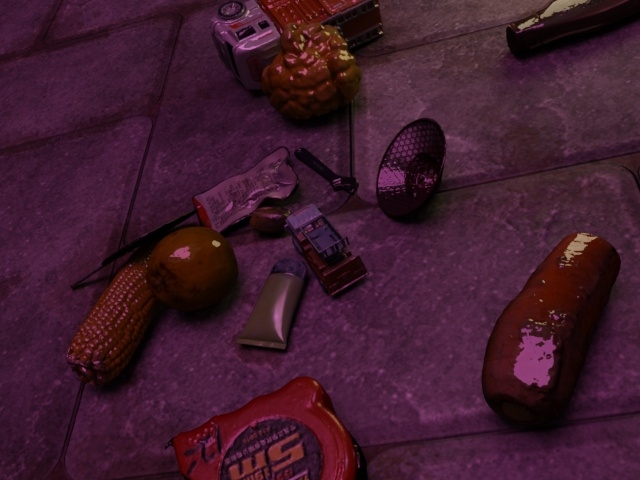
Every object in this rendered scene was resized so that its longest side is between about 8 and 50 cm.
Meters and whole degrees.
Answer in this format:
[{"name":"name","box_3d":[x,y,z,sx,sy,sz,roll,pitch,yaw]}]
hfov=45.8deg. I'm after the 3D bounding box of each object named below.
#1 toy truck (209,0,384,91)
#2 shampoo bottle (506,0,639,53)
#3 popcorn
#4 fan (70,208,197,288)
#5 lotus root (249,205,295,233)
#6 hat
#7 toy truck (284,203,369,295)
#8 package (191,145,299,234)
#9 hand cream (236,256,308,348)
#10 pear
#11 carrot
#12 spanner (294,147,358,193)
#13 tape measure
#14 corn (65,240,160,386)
[{"name":"toy truck","box_3d":[-0.050,-0.504,1.800,0.388,0.173,0.207,-27,53,-8]},{"name":"shampoo bottle","box_3d":[0.560,-0.489,1.591,0.350,0.084,0.125,-24,41,0]},{"name":"popcorn","box_3d":[-0.027,-0.372,1.642,0.200,0.203,0.226,-25,25,-17]},{"name":"fan","box_3d":[-0.362,0.015,1.445,0.294,0.012,0.223,-32,5,-9]},{"name":"lotus root","box_3d":[-0.088,-0.038,1.451,0.099,0.049,0.054,0,27,19]},{"name":"hat","box_3d":[0.192,-0.123,1.403,0.193,0.082,0.193,-35,44,43]},{"name":"toy truck","box_3d":[-0.001,0.000,1.332,0.080,0.115,0.177,-31,43,-7]},{"name":"package","box_3d":[-0.148,-0.098,1.548,0.232,0.040,0.166,-32,41,2]},{"name":"hand cream","box_3d":[-0.075,0.108,1.312,0.095,0.046,0.175,4,57,25]},{"name":"pear","box_3d":[-0.227,0.050,1.350,0.162,0.148,0.149,-24,39,-33]},{"name":"carrot","box_3d":[0.324,0.120,1.076,0.139,0.138,0.302,12,47,32]},{"name":"spanner","box_3d":[0.009,-0.144,1.541,0.046,0.012,0.208,-36,44,-13]},{"name":"tape measure","box_3d":[-0.063,0.331,1.043,0.253,0.114,0.260,-26,47,-3]},{"name":"corn","box_3d":[-0.351,0.125,1.371,0.106,0.106,0.305,0,44,23]}]
